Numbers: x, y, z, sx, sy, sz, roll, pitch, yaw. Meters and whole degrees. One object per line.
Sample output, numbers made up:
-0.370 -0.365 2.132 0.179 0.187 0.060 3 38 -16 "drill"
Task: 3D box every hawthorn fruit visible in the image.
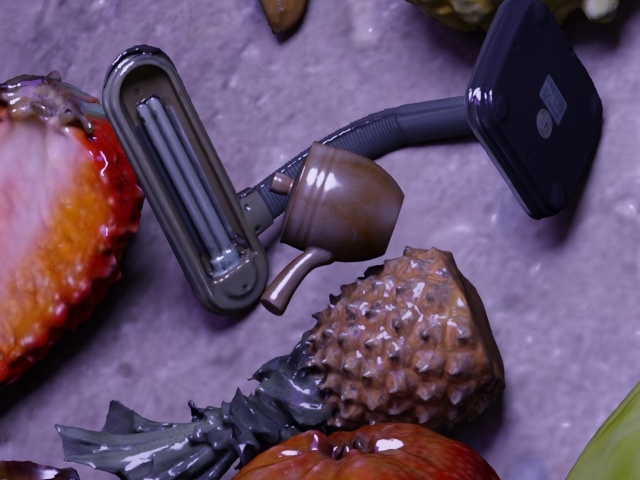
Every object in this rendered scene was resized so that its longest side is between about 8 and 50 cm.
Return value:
0.030 0.202 0.980 0.179 0.200 0.179 -10 16 3 "hawthorn fruit"

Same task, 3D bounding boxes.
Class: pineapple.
-0.026 0.100 1.095 0.277 0.119 0.130 -26 41 10 "pineapple"

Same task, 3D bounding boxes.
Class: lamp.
0.016 -0.085 1.129 0.283 0.203 0.124 -17 38 24 "lamp"

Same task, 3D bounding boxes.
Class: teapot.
0.000 0.000 1.063 0.080 0.085 0.110 19 71 1 "teapot"

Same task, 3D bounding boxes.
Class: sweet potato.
-0.047 -0.233 1.330 0.053 0.054 0.182 -28 51 1 "sweet potato"

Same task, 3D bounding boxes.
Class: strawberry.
-0.204 0.000 1.265 0.190 0.111 0.236 28 102 26 "strawberry"

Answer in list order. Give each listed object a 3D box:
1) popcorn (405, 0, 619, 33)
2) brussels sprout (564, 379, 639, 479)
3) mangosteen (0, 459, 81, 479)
0.116 -0.230 1.159 0.167 0.186 0.187 16 101 56 "popcorn"
0.259 0.175 0.803 0.344 0.268 0.344 -11 55 15 "brussels sprout"
-0.265 0.318 0.945 0.381 0.381 0.421 -17 46 19 "mangosteen"
